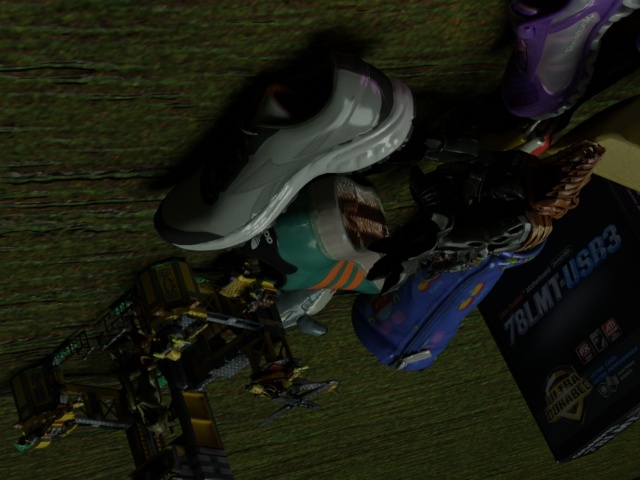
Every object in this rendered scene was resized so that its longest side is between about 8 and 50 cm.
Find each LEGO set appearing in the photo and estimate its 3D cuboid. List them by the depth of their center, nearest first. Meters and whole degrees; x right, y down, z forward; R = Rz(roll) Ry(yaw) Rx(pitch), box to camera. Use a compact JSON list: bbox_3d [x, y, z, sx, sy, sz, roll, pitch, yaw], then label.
[{"bbox_3d":[-0.161,0.185,1.798,0.331,0.192,0.255,-33,149,22],"label":"LEGO set"}]

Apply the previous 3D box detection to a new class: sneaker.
[{"bbox_3d":[-0.049,-0.084,1.492,0.271,0.100,0.108,-32,134,24],"label":"sneaker"},{"bbox_3d":[0.206,-0.199,1.506,0.104,0.095,0.236,-7,148,-27],"label":"sneaker"},{"bbox_3d":[0.000,0.000,1.734,0.121,0.108,0.302,-13,165,13],"label":"sneaker"}]

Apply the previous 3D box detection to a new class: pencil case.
[{"bbox_3d":[0.144,0.044,1.947,0.119,0.133,0.306,16,142,-18],"label":"pencil case"}]

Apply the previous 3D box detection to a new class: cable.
[{"bbox_3d":[0.243,-0.123,1.672,0.139,0.072,0.287,-12,172,-37],"label":"cable"}]

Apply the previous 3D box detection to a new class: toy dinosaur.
[{"bbox_3d":[0.156,-0.046,1.634,0.218,0.164,0.322,3,142,-31],"label":"toy dinosaur"}]

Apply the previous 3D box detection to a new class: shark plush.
[{"bbox_3d":[-0.060,0.064,1.910,0.161,0.073,0.067,-2,135,-5],"label":"shark plush"}]

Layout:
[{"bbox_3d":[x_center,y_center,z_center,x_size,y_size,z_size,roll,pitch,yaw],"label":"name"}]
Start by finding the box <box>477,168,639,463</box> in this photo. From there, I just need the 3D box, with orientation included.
[{"bbox_3d":[0.315,0.069,1.974,0.073,0.293,0.295,-12,156,-37],"label":"box"}]

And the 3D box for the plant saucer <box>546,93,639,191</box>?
[{"bbox_3d":[0.409,-0.066,1.614,0.333,0.333,0.081,-152,-96,-88],"label":"plant saucer"}]

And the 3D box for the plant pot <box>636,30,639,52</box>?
[{"bbox_3d":[0.447,-0.208,1.504,0.236,0.236,0.212,25,86,-64],"label":"plant pot"}]
